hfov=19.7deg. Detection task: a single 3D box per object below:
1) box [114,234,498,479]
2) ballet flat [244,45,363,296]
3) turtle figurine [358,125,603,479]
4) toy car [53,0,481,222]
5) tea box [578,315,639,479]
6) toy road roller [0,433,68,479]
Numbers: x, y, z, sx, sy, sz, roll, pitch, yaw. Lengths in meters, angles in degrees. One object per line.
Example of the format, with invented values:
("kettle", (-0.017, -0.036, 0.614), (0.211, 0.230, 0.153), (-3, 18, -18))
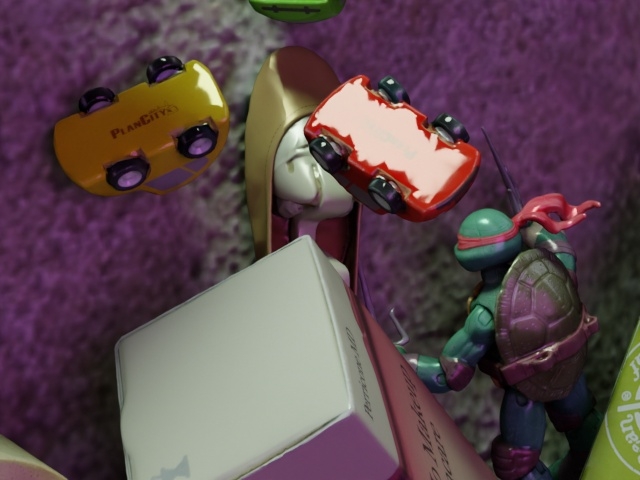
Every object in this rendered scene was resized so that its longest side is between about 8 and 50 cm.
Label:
("box", (0.009, 0.139, 0.975), (0.127, 0.148, 0.232), (-29, 127, 11))
("ballet flat", (0.000, 0.000, 1.073), (0.080, 0.073, 0.232), (0, 90, -27))
("turtle figurine", (0.110, 0.060, 1.111), (0.175, 0.118, 0.234), (-28, 107, -24))
("toy car", (-0.016, -0.108, 1.048), (0.239, 0.053, 0.225), (5, 62, 12))
("tea box", (0.354, 0.153, 1.078), (0.220, 0.329, 0.323), (34, 74, -48))
("toy road roller", (-0.150, 0.271, 0.928), (0.240, 0.202, 0.329), (-48, 111, -14))
